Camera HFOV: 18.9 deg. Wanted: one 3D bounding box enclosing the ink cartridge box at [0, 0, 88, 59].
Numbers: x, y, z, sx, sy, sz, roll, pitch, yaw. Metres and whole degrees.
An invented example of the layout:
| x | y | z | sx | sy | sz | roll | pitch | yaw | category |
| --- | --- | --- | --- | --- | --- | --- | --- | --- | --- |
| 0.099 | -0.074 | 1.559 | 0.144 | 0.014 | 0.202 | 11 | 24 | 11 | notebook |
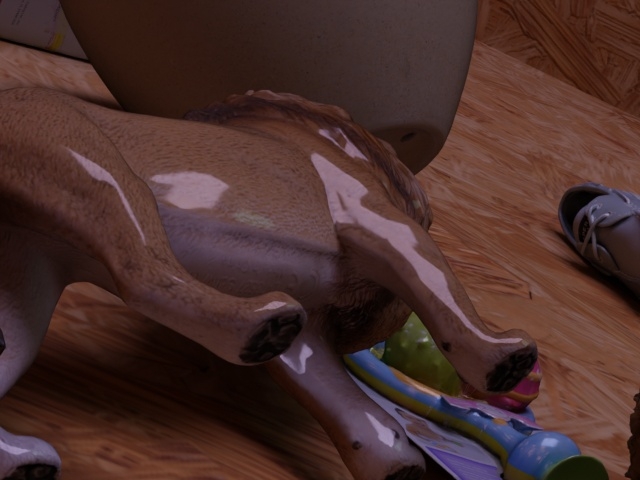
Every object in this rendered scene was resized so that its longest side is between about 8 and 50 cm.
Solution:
| x | y | z | sx | sy | sz | roll | pitch | yaw | category |
| --- | --- | --- | --- | --- | --- | --- | --- | --- | --- |
| -0.224 | -0.226 | 1.452 | 0.176 | 0.128 | 0.127 | 12 | 18 | -49 | ink cartridge box |

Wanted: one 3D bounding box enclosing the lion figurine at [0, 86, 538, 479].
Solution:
| x | y | z | sx | sy | sz | roll | pitch | yaw | category |
| --- | --- | --- | --- | --- | --- | --- | --- | --- | --- |
| -0.063 | -0.003 | 0.828 | 0.392 | 0.142 | 0.240 | 19 | 26 | -54 | lion figurine |

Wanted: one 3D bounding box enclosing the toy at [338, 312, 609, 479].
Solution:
| x | y | z | sx | sy | sz | roll | pitch | yaw | category |
| --- | --- | --- | --- | --- | --- | --- | --- | --- | --- |
| 0.079 | 0.073 | 1.015 | 0.137 | 0.056 | 0.237 | 19 | 14 | -31 | toy |

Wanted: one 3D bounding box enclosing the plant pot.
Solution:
| x | y | z | sx | sy | sz | roll | pitch | yaw | category |
| --- | --- | --- | --- | --- | --- | --- | --- | --- | --- |
| -0.012 | -0.127 | 1.261 | 0.284 | 0.284 | 0.191 | 7 | 57 | -54 | plant pot |

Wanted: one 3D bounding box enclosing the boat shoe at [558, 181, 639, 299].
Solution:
| x | y | z | sx | sy | sz | roll | pitch | yaw | category |
| --- | --- | --- | --- | --- | --- | --- | --- | --- | --- |
| 0.247 | 0.000 | 1.597 | 0.081 | 0.079 | 0.227 | 14 | 10 | -9 | boat shoe |

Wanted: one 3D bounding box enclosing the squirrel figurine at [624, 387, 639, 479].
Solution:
| x | y | z | sx | sy | sz | roll | pitch | yaw | category |
| --- | --- | --- | --- | --- | --- | --- | --- | --- | --- |
| 0.317 | 0.038 | 0.857 | 0.281 | 0.397 | 0.370 | 58 | 24 | -49 | squirrel figurine |
